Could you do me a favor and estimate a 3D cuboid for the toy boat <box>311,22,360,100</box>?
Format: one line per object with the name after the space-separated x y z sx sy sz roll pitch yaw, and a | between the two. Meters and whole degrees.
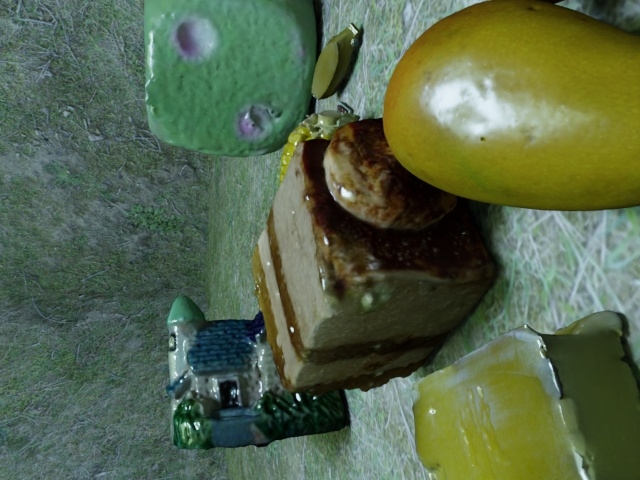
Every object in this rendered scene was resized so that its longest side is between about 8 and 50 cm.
0.024 -0.284 0.866 0.047 0.049 0.149 51 149 12 | toy boat

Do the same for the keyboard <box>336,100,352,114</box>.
0.028 -0.149 0.919 0.055 0.017 0.165 -118 31 -55 | keyboard

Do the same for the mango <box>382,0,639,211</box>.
0.139 -0.091 0.365 0.253 0.113 0.138 22 117 50 | mango

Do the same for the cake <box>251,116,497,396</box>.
0.056 0.018 0.572 0.293 0.196 0.198 118 145 -49 | cake

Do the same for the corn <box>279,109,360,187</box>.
0.000 0.000 0.820 0.144 0.144 0.387 -132 45 -64 | corn

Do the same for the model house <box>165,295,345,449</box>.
-0.131 0.217 0.995 0.243 0.299 0.284 140 127 -68 | model house

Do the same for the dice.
-0.195 -0.367 1.112 0.322 0.319 0.330 -119 33 -57 | dice

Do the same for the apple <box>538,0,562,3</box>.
0.150 -0.223 0.359 0.126 0.102 0.126 33 151 21 | apple

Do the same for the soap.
0.156 0.156 0.440 0.233 0.076 0.134 123 141 -60 | soap
